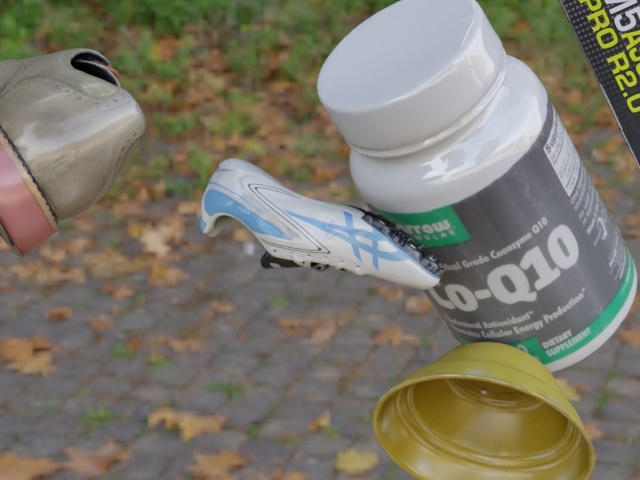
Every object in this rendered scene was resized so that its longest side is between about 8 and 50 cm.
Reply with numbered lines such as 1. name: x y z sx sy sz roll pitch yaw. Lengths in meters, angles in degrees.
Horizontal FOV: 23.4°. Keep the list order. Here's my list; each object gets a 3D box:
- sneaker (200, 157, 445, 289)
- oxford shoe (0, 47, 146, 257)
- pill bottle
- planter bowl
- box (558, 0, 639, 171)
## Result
1. sneaker: 0.000 0.000 1.416 0.237 0.086 0.085 22 4 15
2. oxford shoe: -0.199 -0.078 1.115 0.130 0.123 0.348 -32 23 -9
3. pill bottle: 0.154 -0.052 1.508 0.204 0.361 0.204 -24 34 17
4. planter bowl: 0.165 0.162 1.504 0.217 0.217 0.090 5 50 16
5. box: 0.192 -0.188 1.044 0.060 0.216 0.270 -24 23 16
